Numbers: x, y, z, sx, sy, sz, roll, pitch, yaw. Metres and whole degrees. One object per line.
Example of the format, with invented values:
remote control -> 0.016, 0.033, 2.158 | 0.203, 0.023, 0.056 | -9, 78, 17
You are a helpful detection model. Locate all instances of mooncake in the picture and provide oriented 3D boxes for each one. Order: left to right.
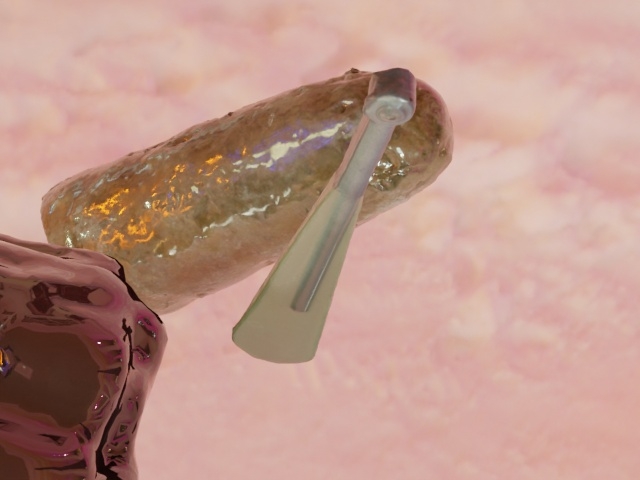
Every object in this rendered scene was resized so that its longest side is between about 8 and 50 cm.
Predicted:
mooncake -> -0.168, 0.131, 0.630 | 0.141, 0.283, 0.283 | 18, 58, -11

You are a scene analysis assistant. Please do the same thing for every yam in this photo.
yam -> -0.052, -0.036, 0.978 | 0.330, 0.133, 0.133 | -20, 55, 24

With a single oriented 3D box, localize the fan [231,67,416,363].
fan -> 0.000, 0.000, 0.477 | 0.038, 0.193, 0.016 | 9, 58, -10
